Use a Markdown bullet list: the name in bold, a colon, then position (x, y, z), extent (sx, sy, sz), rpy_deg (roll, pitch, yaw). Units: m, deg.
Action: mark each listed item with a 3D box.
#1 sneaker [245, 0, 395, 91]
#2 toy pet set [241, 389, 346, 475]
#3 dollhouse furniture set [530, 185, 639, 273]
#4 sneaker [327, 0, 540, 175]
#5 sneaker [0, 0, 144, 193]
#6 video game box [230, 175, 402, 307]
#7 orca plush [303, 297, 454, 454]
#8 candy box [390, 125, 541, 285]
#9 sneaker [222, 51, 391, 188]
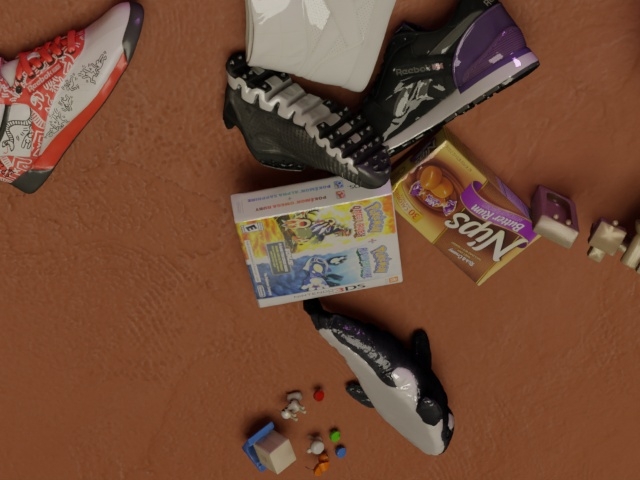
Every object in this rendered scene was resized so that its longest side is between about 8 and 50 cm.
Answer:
- **sneaker**: position (0.000, -0.304, 1.620), extent (0.169, 0.108, 0.292), rpy_deg (8, 120, -13)
- **toy pet set**: position (-0.041, 0.262, 1.987), extent (0.114, 0.065, 0.122), rpy_deg (-36, 127, -25)
- **dollhouse furniture set**: position (0.350, -0.053, 1.794), extent (0.151, 0.144, 0.123), rpy_deg (26, 111, -3)
- **sneaker**: position (0.106, -0.183, 1.724), extent (0.283, 0.107, 0.124), rpy_deg (-31, 89, 21)
- **sneaker**: position (-0.321, -0.183, 1.669), extent (0.145, 0.090, 0.270), rpy_deg (29, 116, -23)
- **video game box**: position (0.000, 0.000, 1.785), extent (0.187, 0.048, 0.205), rpy_deg (-13, 148, 0)
- **orca plush**: position (0.091, 0.153, 1.928), extent (0.287, 0.102, 0.151), rpy_deg (42, 154, -14)
- **candy box**: position (0.171, -0.042, 1.820), extent (0.109, 0.053, 0.187), rpy_deg (-40, 115, 17)
- **sneaker**: position (-0.022, -0.116, 1.707), extent (0.234, 0.078, 0.106), rpy_deg (35, 131, 16)
